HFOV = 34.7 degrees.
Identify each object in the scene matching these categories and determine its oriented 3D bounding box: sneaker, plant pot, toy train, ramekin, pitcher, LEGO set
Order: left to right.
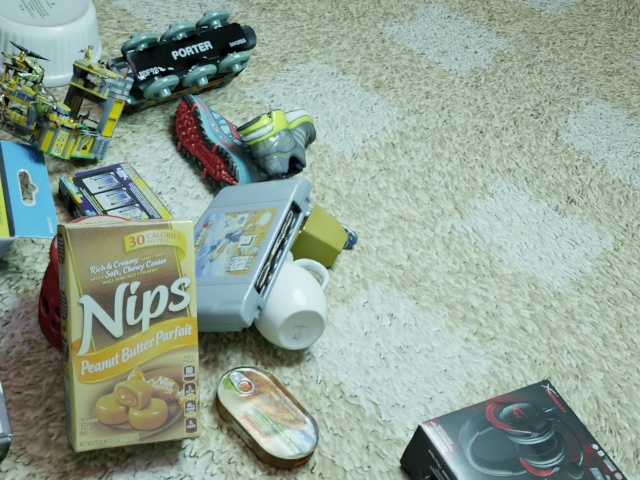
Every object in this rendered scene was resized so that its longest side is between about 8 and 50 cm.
[{"bbox_3d":[-0.582,-0.442,2.099,0.273,0.127,0.273,10,42,-9],"label":"ramekin"},{"bbox_3d":[-0.502,-0.284,1.846,0.331,0.192,0.255,26,8,22],"label":"LEGO set"},{"bbox_3d":[-0.339,0.065,1.602,0.191,0.174,0.191,10,40,-9],"label":"plant pot"},{"bbox_3d":[-0.286,-0.350,2.061,0.334,0.190,0.142,-26,86,-33],"label":"toy train"},{"bbox_3d":[-0.194,-0.182,1.995,0.125,0.104,0.262,-1,46,-45],"label":"sneaker"},{"bbox_3d":[-0.073,-0.179,1.971,0.121,0.111,0.300,69,19,-1],"label":"sneaker"},{"bbox_3d":[-0.043,0.089,1.723,0.178,0.125,0.207,3,31,-26],"label":"pitcher"},{"bbox_3d":[0.000,0.000,1.860,0.083,0.081,0.081,29,41,-5],"label":"plant pot"},{"bbox_3d":[0.012,-0.034,1.919,0.135,0.052,0.058,25,38,8],"label":"sneaker"}]

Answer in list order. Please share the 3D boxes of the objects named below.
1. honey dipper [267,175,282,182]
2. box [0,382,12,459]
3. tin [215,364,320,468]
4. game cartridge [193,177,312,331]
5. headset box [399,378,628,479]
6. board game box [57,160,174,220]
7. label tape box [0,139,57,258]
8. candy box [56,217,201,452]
[{"bbox_3d":[-0.082,-0.076,1.950,0.030,0.030,0.161,4,46,-15],"label":"honey dipper"},{"bbox_3d":[-0.625,0.142,1.402,0.318,0.097,0.395,-7,65,-29],"label":"box"},{"bbox_3d":[-0.083,0.270,1.568,0.106,0.040,0.189,-21,54,-40],"label":"tin"},{"bbox_3d":[-0.145,0.020,1.699,0.198,0.062,0.297,-2,49,31],"label":"game cartridge"},{"bbox_3d":[0.279,0.356,1.541,0.293,0.110,0.218,-12,50,-29],"label":"headset box"},{"bbox_3d":[-0.365,-0.060,1.820,0.141,0.048,0.170,-17,51,-35],"label":"board game box"},{"bbox_3d":[-0.623,-0.050,1.675,0.347,0.115,0.249,0,44,-25],"label":"label tape box"},{"bbox_3d":[-0.273,0.130,1.464,0.183,0.316,0.087,-3,5,-23],"label":"candy box"}]
